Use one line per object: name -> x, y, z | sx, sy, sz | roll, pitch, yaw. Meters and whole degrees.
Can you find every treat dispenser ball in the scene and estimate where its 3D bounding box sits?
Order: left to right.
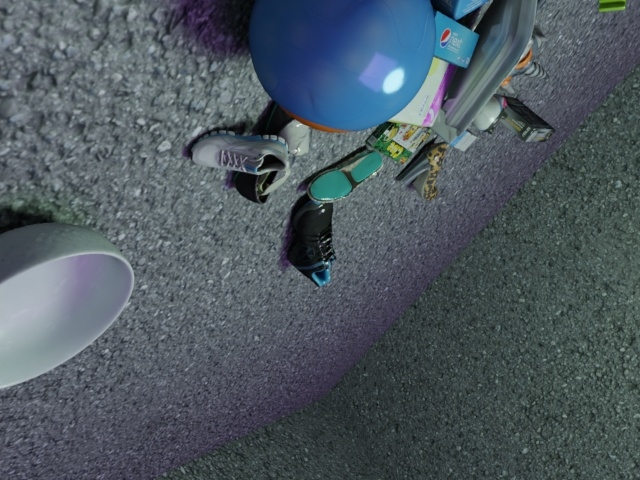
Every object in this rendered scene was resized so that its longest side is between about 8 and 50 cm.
treat dispenser ball -> 0.034, -0.312, 0.962 | 0.288, 0.288, 0.288 | -36, 158, -16

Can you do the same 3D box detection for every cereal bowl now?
cereal bowl -> -0.495, 0.091, 1.031 | 0.339, 0.141, 0.339 | -35, 158, -16

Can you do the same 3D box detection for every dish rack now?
dish rack -> 0.366, -0.424, 1.390 | 0.332, 0.073, 0.285 | 118, -10, -60

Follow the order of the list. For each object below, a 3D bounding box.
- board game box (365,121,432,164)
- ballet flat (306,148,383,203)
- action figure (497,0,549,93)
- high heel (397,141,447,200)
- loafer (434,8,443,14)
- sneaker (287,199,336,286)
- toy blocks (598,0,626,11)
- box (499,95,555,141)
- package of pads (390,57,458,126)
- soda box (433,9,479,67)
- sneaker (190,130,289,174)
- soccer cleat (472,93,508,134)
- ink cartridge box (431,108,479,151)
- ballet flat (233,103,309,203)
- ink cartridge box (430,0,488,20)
board game box -> 0.223, -0.289, 1.716 | 0.136, 0.030, 0.260 | -46, 159, 16
ballet flat -> 0.061, -0.160, 1.617 | 0.241, 0.091, 0.077 | -28, -173, -22
action figure -> 0.548, -0.523, 1.635 | 0.341, 0.178, 0.330 | -48, 169, 24
high heel -> 0.378, -0.223, 2.017 | 0.186, 0.093, 0.261 | -43, 151, 19
loafer -> 0.303, -0.537, 1.348 | 0.125, 0.045, 0.039 | -35, 152, -11
sneaker -> 0.000, 0.000, 1.732 | 0.125, 0.139, 0.340 | -31, 156, -23
toy blocks -> 0.531, -0.669, 1.158 | 0.261, 0.191, 0.381 | 24, 74, -60
box -> 0.661, -0.402, 2.051 | 0.231, 0.183, 0.056 | -13, 143, -54
package of pads -> 0.189, -0.366, 1.336 | 0.297, 0.101, 0.229 | -7, 124, -56
soda box -> 0.228, -0.390, 1.191 | 0.210, 0.067, 0.071 | -7, 121, -56
sneaker -> -0.147, -0.158, 1.165 | 0.191, 0.082, 0.071 | -4, 131, -16
soccer cleat -> 0.474, -0.405, 1.835 | 0.116, 0.143, 0.331 | -50, -178, 19
ink cartridge box -> 0.397, -0.324, 1.844 | 0.060, 0.104, 0.180 | -50, 158, 19
ballet flat -> -0.079, -0.187, 1.281 | 0.095, 0.096, 0.280 | -16, 147, -52
ink cartridge box -> 0.308, -0.593, 1.120 | 0.223, 0.129, 0.307 | -34, 158, -19
